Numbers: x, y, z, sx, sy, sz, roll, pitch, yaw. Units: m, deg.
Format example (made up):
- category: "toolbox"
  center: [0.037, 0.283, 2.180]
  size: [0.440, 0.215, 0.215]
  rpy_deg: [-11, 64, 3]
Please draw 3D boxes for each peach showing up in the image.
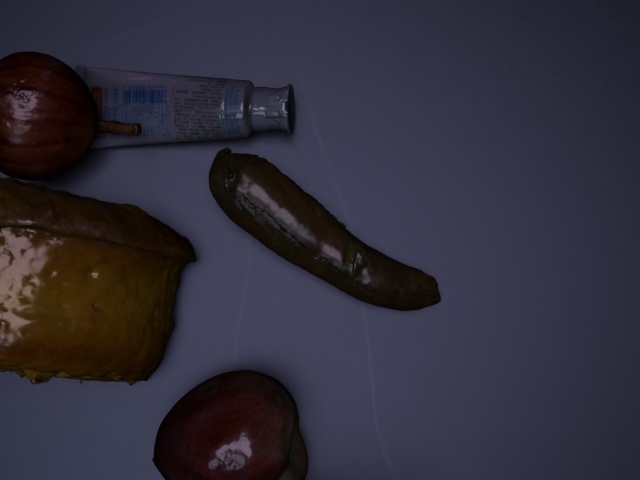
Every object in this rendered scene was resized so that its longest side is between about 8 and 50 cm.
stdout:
- category: "peach"
  center: [-0.089, 0.203, 0.933]
  size: [0.152, 0.152, 0.152]
  rpy_deg: [0, 87, -1]

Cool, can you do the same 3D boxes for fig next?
- category: "fig"
  center: [-0.271, -0.131, 0.960]
  size: [0.150, 0.128, 0.128]
  rpy_deg: [-27, 87, -1]

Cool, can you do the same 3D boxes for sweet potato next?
- category: "sweet potato"
  center: [0.000, 0.000, 0.982]
  size: [0.273, 0.075, 0.075]
  rpy_deg: [34, 87, -1]

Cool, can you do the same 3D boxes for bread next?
- category: "bread"
  center: [-0.302, 0.037, 0.921]
  size: [0.340, 0.179, 0.194]
  rpy_deg: [9, 87, 0]

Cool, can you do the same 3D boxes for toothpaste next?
- category: "toothpaste"
  center: [-0.145, -0.136, 0.999]
  size: [0.234, 0.057, 0.089]
  rpy_deg: [1, 89, 6]
